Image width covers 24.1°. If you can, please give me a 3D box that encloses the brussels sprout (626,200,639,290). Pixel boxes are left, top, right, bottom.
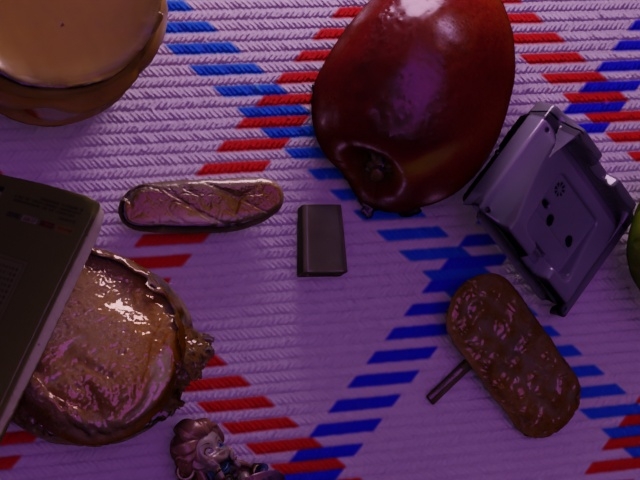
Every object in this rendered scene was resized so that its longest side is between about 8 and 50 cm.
[{"bbox_3d":[0.529,0.003,2.028,0.244,0.244,0.244,2,82,-15],"label":"brussels sprout"}]

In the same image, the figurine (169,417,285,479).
[{"bbox_3d":[-0.132,0.296,1.870,0.157,0.114,0.126,33,39,20],"label":"figurine"}]

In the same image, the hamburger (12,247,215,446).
[{"bbox_3d":[-0.270,0.130,1.829,0.286,0.146,0.243,-10,79,-9],"label":"hamburger"}]

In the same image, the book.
[{"bbox_3d":[-0.409,0.090,1.769,0.035,0.239,0.352,38,72,-52],"label":"book"}]

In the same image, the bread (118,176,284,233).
[{"bbox_3d":[-0.154,-0.042,1.928,0.214,0.053,0.073,-4,79,-13],"label":"bread"}]

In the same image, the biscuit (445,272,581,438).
[{"bbox_3d":[0.260,0.155,2.008,0.118,0.029,0.247,-40,102,-13],"label":"biscuit"}]

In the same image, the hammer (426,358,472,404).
[{"bbox_3d":[0.209,0.153,2.018,0.182,0.017,0.062,-40,93,-16],"label":"hammer"}]

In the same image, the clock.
[{"bbox_3d":[0.313,-0.037,1.994,0.186,0.083,0.253,-52,125,-15],"label":"clock"}]

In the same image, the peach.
[{"bbox_3d":[0.148,-0.214,1.956,0.257,0.201,0.362,40,74,-6],"label":"peach"}]

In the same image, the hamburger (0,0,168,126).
[{"bbox_3d":[-0.324,-0.262,1.824,0.276,0.237,0.276,4,73,-12],"label":"hamburger"}]

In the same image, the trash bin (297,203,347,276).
[{"bbox_3d":[0.000,0.000,1.969,0.060,0.043,0.092,-1,81,-15],"label":"trash bin"}]
